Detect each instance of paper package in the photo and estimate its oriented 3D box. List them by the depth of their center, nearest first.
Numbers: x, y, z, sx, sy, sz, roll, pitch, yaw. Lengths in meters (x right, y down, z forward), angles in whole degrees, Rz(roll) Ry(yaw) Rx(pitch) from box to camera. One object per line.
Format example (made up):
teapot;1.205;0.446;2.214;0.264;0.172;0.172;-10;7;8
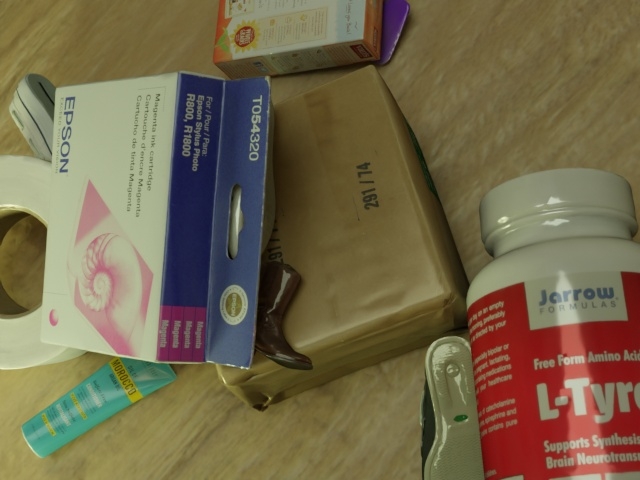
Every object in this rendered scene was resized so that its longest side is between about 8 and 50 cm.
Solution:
paper package;0.000;0.000;1.311;0.309;0.168;0.325;-21;66;9

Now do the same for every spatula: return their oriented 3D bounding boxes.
spatula;0.131;-0.384;1.478;0.084;0.030;0.296;27;81;30

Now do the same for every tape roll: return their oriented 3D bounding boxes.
tape roll;-0.397;0.030;1.422;0.286;0.100;0.286;0;88;13

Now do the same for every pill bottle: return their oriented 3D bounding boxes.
pill bottle;0.279;0.141;1.139;0.229;0.229;0.407;-9;69;14

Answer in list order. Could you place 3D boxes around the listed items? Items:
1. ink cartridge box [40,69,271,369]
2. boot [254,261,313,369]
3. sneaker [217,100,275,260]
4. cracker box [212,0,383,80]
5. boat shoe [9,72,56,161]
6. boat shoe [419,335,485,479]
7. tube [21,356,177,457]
ink cartridge box;-0.202;-0.027;1.221;0.330;0.071;0.324;1;87;44
boot;-0.039;0.081;1.186;0.106;0.037;0.114;17;72;19
sneaker;-0.120;-0.072;1.248;0.121;0.079;0.217;-6;70;26
cracker box;-0.029;-0.317;1.471;0.232;0.067;0.155;-4;70;26
boat shoe;-0.380;-0.139;1.538;0.076;0.083;0.226;-47;63;30
boat shoe;0.158;0.229;1.237;0.084;0.079;0.233;-1;85;-1
tube;-0.295;0.209;1.400;0.207;0.052;0.080;-34;74;-3
